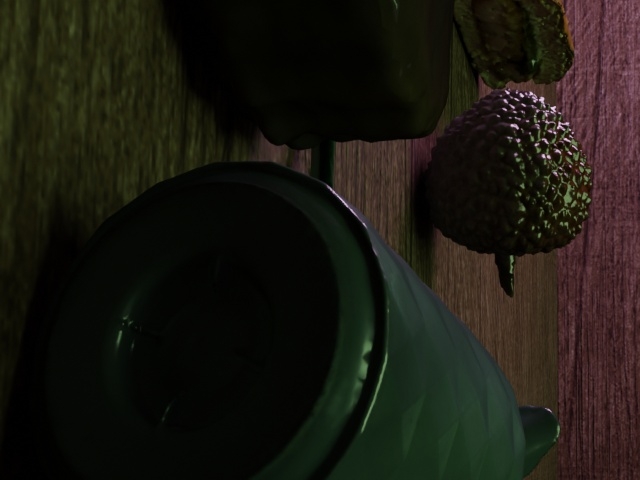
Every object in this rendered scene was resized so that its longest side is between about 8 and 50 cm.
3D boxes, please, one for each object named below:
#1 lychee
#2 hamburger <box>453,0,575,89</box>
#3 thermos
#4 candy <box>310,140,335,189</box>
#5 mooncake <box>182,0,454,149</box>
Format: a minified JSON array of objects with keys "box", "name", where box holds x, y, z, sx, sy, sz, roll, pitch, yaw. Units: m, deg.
[{"box":[0.179,-0.047,1.044,0.165,0.165,0.197,-21,115,-71],"name":"lychee"},{"box":[0.233,-0.272,1.283,0.262,0.124,0.131,47,45,-66],"name":"hamburger"},{"box":[0.002,0.098,0.480,0.145,0.182,0.286,59,8,35],"name":"thermos"},{"box":[0.001,-0.001,0.654,0.077,0.073,0.262,47,38,-50],"name":"candy"},{"box":[0.008,-0.162,0.579,0.228,0.124,0.228,1,90,-77],"name":"mooncake"}]
